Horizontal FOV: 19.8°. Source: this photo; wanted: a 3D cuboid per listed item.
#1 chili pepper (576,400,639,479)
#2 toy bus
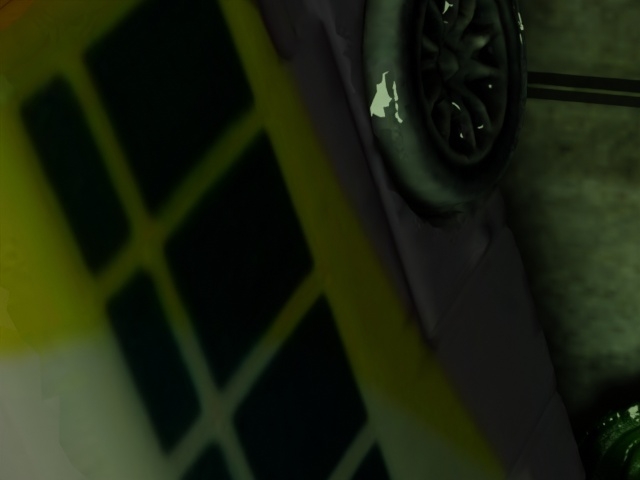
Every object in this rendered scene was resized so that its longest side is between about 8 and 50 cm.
[{"bbox_3d":[0.114,0.076,0.630,0.055,0.035,0.118,20,120,-11],"label":"chili pepper"},{"bbox_3d":[-0.044,0.104,0.542,0.209,0.249,0.440,-1,122,31],"label":"toy bus"}]
